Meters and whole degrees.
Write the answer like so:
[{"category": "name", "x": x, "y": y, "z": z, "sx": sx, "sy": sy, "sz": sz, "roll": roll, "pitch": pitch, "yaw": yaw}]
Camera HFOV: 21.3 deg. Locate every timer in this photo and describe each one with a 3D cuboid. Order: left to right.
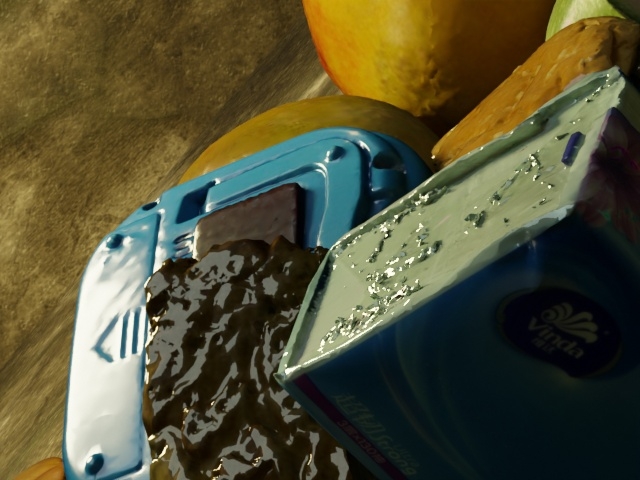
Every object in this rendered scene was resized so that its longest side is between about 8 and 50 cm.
[{"category": "timer", "x": -0.046, "y": 0.071, "z": 1.257, "sx": 0.309, "sy": 0.115, "sz": 0.340, "roll": -20, "pitch": 44, "yaw": 20}]

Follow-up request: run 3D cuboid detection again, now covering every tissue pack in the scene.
[{"category": "tissue pack", "x": 0.141, "y": 0.080, "z": 0.819, "sx": 0.198, "sy": 0.263, "sz": 0.146, "roll": -33, "pitch": 19, "yaw": 35}]

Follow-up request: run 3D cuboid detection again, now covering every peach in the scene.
[{"category": "peach", "x": 0.144, "y": -0.268, "z": 1.600, "sx": 0.290, "sy": 0.373, "sz": 0.372, "roll": -29, "pitch": -2, "yaw": -46}]

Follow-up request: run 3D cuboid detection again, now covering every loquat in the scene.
[{"category": "loquat", "x": 0.000, "y": 0.000, "z": 1.516, "sx": 0.276, "sy": 0.276, "sz": 0.284, "roll": -53, "pitch": 19, "yaw": -26}]

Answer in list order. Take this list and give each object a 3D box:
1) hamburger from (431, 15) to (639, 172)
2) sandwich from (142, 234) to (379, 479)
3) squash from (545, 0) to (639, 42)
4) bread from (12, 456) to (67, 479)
[{"category": "hamburger", "x": 0.209, "y": -0.072, "z": 1.282, "sx": 0.209, "sy": 0.162, "sz": 0.330, "roll": -47, "pitch": 9, "yaw": 6}, {"category": "sandwich", "x": -0.007, "y": 0.198, "z": 0.914, "sx": 0.131, "sy": 0.262, "sz": 0.325, "roll": -11, "pitch": 54, "yaw": 12}, {"category": "squash", "x": 0.268, "y": -0.181, "z": 1.432, "sx": 0.123, "sy": 0.170, "sz": 0.170, "roll": -51, "pitch": 8, "yaw": 40}, {"category": "bread", "x": -0.316, "y": 0.343, "z": 1.693, "sx": 0.270, "sy": 0.148, "sz": 0.270, "roll": -43, "pitch": 14, "yaw": 14}]
